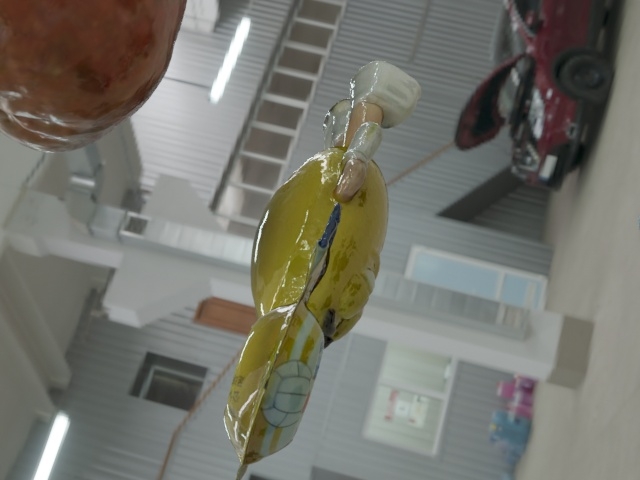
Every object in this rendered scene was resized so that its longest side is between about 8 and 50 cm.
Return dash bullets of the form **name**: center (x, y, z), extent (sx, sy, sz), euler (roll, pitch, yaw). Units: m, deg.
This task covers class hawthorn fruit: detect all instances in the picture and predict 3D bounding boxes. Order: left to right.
- **hawthorn fruit**: center (-0.191, -0.182, 0.660), extent (0.263, 0.231, 0.235), euler (-36, -5, -34)

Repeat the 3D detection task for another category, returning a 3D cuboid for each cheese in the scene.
- **cheese**: center (-0.030, 0.094, 0.897), extent (0.177, 0.069, 0.270), euler (91, -162, -77)

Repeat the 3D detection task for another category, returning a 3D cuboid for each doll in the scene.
- **doll**: center (0.012, -0.035, 1.258), extent (0.348, 0.161, 0.423), euler (125, 164, -86)

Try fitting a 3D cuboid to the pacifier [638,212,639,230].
- **pacifier**: center (0.491, -0.035, 1.021), extent (0.227, 0.279, 0.207), euler (34, -113, -57)
